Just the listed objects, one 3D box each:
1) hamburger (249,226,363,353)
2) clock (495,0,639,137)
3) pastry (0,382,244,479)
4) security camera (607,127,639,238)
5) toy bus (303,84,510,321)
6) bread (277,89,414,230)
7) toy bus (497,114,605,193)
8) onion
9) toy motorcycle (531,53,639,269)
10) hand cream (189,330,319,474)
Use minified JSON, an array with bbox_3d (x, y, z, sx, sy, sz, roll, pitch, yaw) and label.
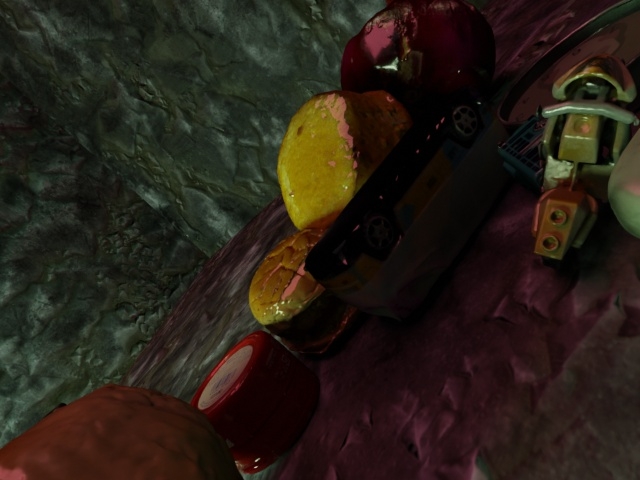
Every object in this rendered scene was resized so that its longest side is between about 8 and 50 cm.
[{"bbox_3d":[-0.021,0.087,0.850,0.244,0.163,0.244,-40,15,13],"label":"hamburger"},{"bbox_3d":[0.434,-0.272,0.741,0.319,0.066,0.319,-42,15,15],"label":"clock"},{"bbox_3d":[-0.220,0.339,0.426,0.388,0.313,0.388,-43,2,2],"label":"pastry"},{"bbox_3d":[0.370,-0.112,0.379,0.302,0.080,0.157,-49,37,-13],"label":"security camera"},{"bbox_3d":[0.152,-0.047,0.719,0.386,0.162,0.171,-50,13,-18],"label":"toy bus"},{"bbox_3d":[0.049,-0.167,1.025,0.336,0.204,0.359,-29,62,39],"label":"bread"},{"bbox_3d":[0.306,-0.108,0.620,0.092,0.079,0.160,-43,16,19],"label":"toy bus"},{"bbox_3d":[0.240,-0.494,1.184,0.398,0.398,0.421,-27,58,53],"label":"onion"},{"bbox_3d":[0.261,-0.085,0.470,0.093,0.129,0.229,18,93,33],"label":"toy motorcycle"},{"bbox_3d":[-0.108,0.250,0.730,0.193,0.125,0.193,-44,12,11],"label":"hand cream"}]
